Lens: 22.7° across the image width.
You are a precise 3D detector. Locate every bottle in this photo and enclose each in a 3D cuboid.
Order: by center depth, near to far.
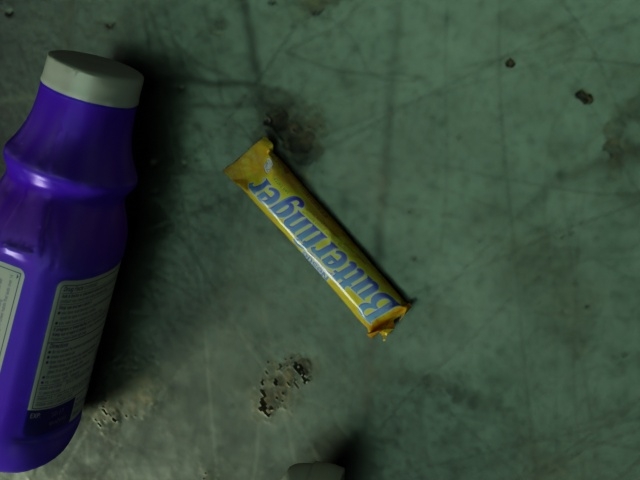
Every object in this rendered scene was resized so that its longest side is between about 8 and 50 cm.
[{"bbox_3d":[-0.187,0.014,1.088,0.092,0.118,0.283,19,105,11],"label":"bottle"}]

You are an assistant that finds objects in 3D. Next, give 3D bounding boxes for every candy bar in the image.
[{"bbox_3d":[0.000,0.000,1.089,0.040,0.018,0.161,-42,87,18],"label":"candy bar"}]

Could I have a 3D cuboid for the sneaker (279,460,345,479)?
[{"bbox_3d":[-0.099,0.261,1.117,0.169,0.108,0.293,23,107,6],"label":"sneaker"}]
